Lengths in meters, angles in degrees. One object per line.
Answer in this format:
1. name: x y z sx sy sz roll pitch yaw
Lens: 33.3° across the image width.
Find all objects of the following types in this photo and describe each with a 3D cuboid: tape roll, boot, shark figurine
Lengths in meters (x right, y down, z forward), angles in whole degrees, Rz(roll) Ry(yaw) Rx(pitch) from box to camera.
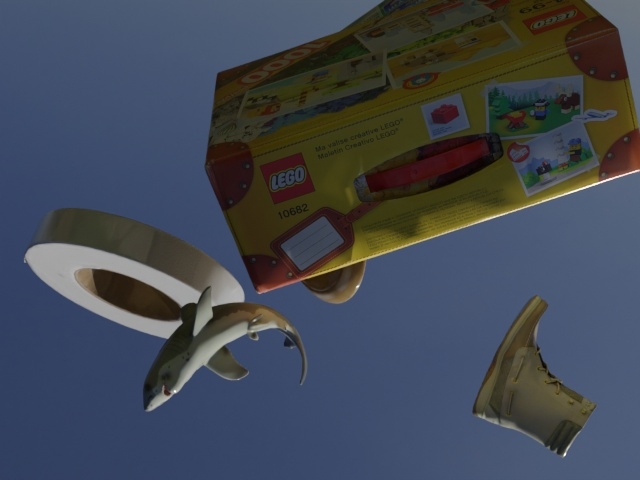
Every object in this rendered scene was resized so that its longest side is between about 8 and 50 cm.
1. tape roll: -0.326 0.068 1.884 0.391 0.072 0.392 17 157 7
2. boot: 0.339 0.203 1.600 0.165 0.213 0.077 26 -163 16
3. shark figurine: -0.125 0.113 1.421 0.278 0.166 0.116 -8 -157 -42

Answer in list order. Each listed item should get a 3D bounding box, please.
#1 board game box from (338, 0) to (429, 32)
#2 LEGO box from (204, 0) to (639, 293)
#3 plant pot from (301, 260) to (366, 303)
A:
1. board game box: 0.091 -0.312 1.693 0.046 0.317 0.213 51 -167 -26
2. LEGO box: 0.118 -0.164 1.423 0.500 0.193 0.372 -18 -154 5
3. plant pot: 0.000 0.000 1.938 0.032 0.236 0.236 -9 -152 -34
